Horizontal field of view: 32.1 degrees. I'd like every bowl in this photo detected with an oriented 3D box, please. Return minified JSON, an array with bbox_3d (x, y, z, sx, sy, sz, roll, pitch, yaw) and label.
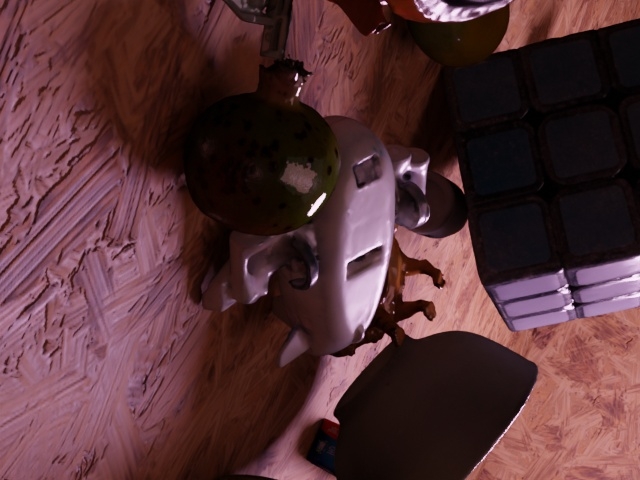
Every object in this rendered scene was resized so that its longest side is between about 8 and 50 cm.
[{"bbox_3d":[0.109,0.205,1.318,0.289,0.146,0.289,-47,179,-2],"label":"bowl"}]

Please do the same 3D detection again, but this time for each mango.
[{"bbox_3d":[0.144,-0.257,1.188,0.130,0.092,0.194,-63,156,-11],"label":"mango"}]

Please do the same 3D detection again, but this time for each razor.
[{"bbox_3d":[-0.097,-0.182,0.694,0.278,0.056,0.111,-6,108,-61],"label":"razor"}]

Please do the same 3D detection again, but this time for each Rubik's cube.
[{"bbox_3d":[0.342,-0.073,1.445,0.304,0.301,0.305,49,29,-67],"label":"Rubik's cube"}]

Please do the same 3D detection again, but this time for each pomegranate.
[{"bbox_3d":[-0.046,-0.066,0.848,0.130,0.130,0.130,-53,155,-38],"label":"pomegranate"}]

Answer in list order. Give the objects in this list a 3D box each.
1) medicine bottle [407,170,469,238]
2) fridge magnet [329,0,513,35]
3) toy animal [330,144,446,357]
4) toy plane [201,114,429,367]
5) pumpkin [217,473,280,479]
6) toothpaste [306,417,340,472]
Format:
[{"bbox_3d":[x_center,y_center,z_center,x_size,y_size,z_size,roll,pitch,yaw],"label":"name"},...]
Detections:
[{"bbox_3d":[0.147,-0.043,1.429,0.080,0.080,0.130,-70,161,2],"label":"medicine bottle"},{"bbox_3d":[0.140,-0.304,0.874,0.364,0.155,0.363,-29,163,-10],"label":"fridge magnet"},{"bbox_3d":[0.076,0.017,1.312,0.114,0.116,0.255,18,79,-58],"label":"toy animal"},{"bbox_3d":[0.004,0.002,1.034,0.267,0.123,0.267,-33,142,-31],"label":"toy plane"},{"bbox_3d":[-0.081,0.408,1.150,0.332,0.199,0.332,12,90,-69],"label":"pumpkin"},{"bbox_3d":[0.060,0.320,1.578,0.066,0.076,0.320,-65,161,-13],"label":"toothpaste"}]
